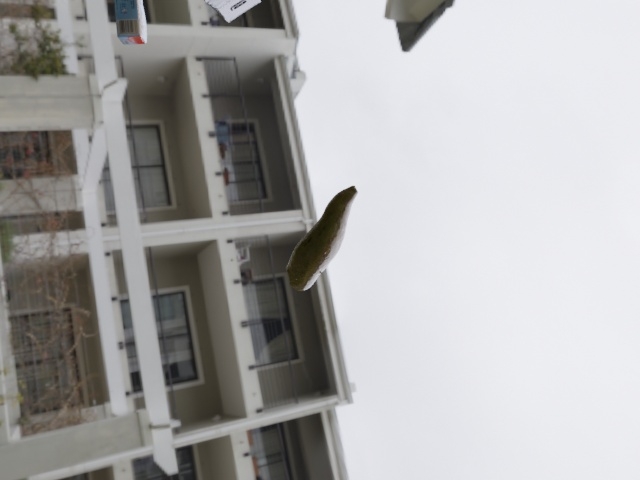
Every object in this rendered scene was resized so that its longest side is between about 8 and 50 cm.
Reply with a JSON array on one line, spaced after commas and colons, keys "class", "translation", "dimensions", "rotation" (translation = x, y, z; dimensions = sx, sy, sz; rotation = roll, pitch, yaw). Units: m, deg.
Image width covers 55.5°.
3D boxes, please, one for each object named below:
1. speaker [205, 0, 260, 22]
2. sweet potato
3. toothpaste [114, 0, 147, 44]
[{"class": "speaker", "translation": [-0.098, -0.248, 0.524], "dimensions": [0.082, 0.044, 0.218], "rotation": [58, 6, -12]}, {"class": "sweet potato", "translation": [0.000, 0.000, 1.158], "dimensions": [0.243, 0.077, 0.077], "rotation": [-60, -139, 28]}, {"class": "toothpaste", "translation": [-0.354, -0.462, 1.121], "dimensions": [0.070, 0.044, 0.193], "rotation": [-158, -116, -84]}]
